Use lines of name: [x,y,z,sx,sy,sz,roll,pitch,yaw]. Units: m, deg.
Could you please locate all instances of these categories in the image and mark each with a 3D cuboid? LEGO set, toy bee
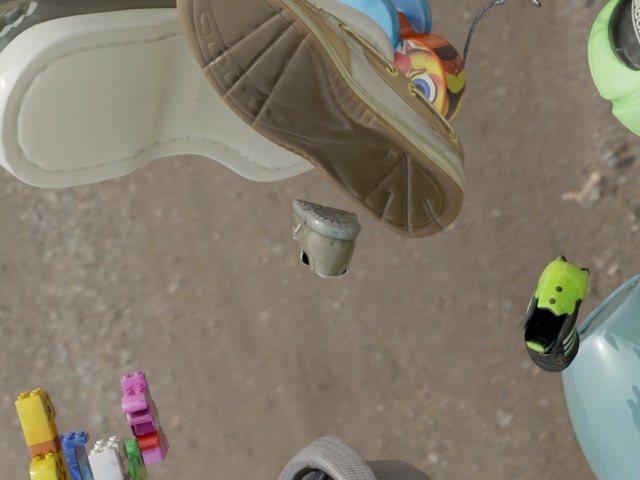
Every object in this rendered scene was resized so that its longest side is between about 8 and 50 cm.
LEGO set: [-0.176,0.146,1.197,0.087,0.227,0.093,-15,96,1]
toy bee: [0.052,-0.139,1.372,0.298,0.195,0.162,8,105,46]

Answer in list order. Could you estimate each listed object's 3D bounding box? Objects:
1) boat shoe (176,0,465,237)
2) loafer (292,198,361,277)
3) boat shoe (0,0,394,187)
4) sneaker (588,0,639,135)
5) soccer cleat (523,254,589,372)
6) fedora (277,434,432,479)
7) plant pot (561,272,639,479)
boat shoe: [0.002,-0.058,0.616,0.135,0.045,0.050,46,123,-12]
loafer: [0.000,0.000,2.153,0.094,0.251,0.087,13,95,-2]
boat shoe: [-0.075,-0.091,0.846,0.091,0.305,0.109,30,113,31]
sneaker: [0.436,-0.254,1.327,0.185,0.483,0.202,47,166,-11]
soccer cleat: [0.215,0.085,1.535,0.060,0.072,0.179,25,150,17]
fedora: [0.053,0.311,1.477,0.244,0.124,0.275,-22,75,61]
plant pot: [0.386,0.150,1.819,0.195,0.290,0.290,45,135,1]
